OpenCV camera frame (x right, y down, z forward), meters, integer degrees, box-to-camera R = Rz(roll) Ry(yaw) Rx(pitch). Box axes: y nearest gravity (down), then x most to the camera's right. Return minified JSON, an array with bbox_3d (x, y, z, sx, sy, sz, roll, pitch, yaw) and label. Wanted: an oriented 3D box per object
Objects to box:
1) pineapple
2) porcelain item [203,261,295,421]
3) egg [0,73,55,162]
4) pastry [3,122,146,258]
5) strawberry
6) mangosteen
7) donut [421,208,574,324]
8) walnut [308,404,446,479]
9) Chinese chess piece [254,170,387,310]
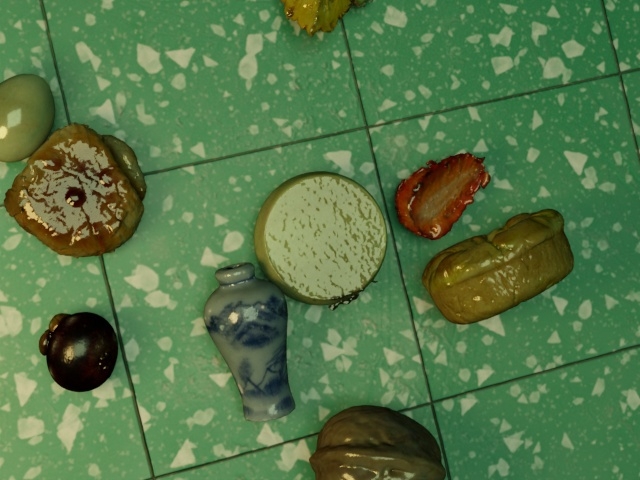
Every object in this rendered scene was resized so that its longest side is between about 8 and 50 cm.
[{"bbox_3d":[0.013,-0.475,1.864,0.164,0.140,0.250,-2,106,-52],"label":"pineapple"},{"bbox_3d":[-0.112,0.166,1.776,0.141,0.141,0.259,-15,100,-12],"label":"porcelain item"},{"bbox_3d":[-0.487,-0.197,1.725,0.114,0.114,0.152,30,80,-8],"label":"egg"},{"bbox_3d":[-0.396,-0.079,1.744,0.229,0.100,0.218,-14,89,-13],"label":"pastry"},{"bbox_3d":[0.208,-0.083,1.887,0.188,0.082,0.121,-36,114,-21],"label":"strawberry"},{"bbox_3d":[-0.395,0.174,1.729,0.140,0.140,0.140,1,87,-12],"label":"mangosteen"},{"bbox_3d":[0.307,0.045,1.829,0.261,0.208,0.128,-26,93,-7],"label":"donut"},{"bbox_3d":[0.091,0.376,1.770,0.224,0.224,0.224,1,87,-12],"label":"walnut"},{"bbox_3d":[0.000,0.000,1.826,0.237,0.092,0.238,1,86,-12],"label":"Chinese chess piece"}]
